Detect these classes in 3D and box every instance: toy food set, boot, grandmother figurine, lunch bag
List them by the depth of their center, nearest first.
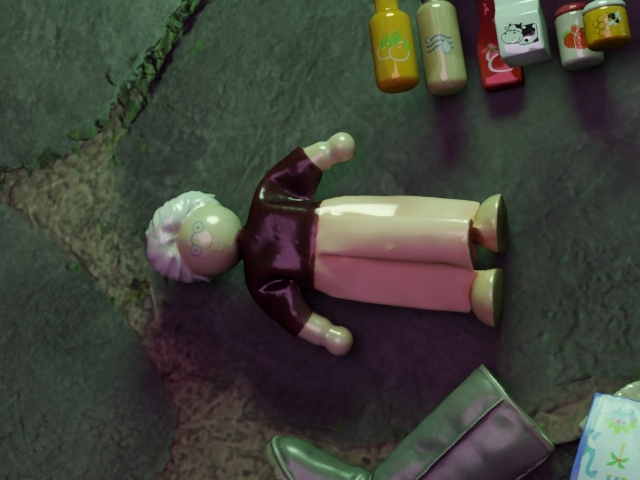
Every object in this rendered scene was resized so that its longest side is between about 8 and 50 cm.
[{"bbox_3d":[0.276,0.213,1.304,0.129,0.096,0.151,11,86,20],"label":"lunch bag"},{"bbox_3d":[0.079,0.190,1.419,0.189,0.076,0.208,44,103,4],"label":"boot"},{"bbox_3d":[0.166,-0.203,1.430,0.232,0.111,0.104,-11,79,18],"label":"toy food set"},{"bbox_3d":[0.000,0.000,1.460,0.342,0.104,0.208,2,74,15],"label":"grandmother figurine"}]

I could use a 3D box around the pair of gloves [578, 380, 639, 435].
[{"bbox_3d":[0.271,0.268,1.363,0.204,0.042,0.240,42,89,24],"label":"pair of gloves"}]
